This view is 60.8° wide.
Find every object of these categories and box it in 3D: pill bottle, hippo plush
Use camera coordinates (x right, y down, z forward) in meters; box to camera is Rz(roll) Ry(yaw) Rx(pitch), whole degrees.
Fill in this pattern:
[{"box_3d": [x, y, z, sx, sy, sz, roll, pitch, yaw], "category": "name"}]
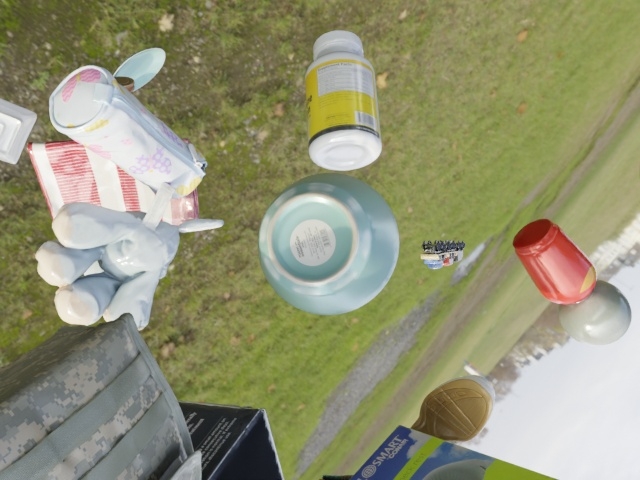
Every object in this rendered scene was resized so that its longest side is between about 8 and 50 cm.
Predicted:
[{"box_3d": [0.030, -0.202, 0.783, 0.103, 0.103, 0.184, 63, 23, -69], "category": "pill bottle"}, {"box_3d": [-0.382, 0.001, 1.014, 0.234, 0.236, 0.294, 37, 87, -28], "category": "hippo plush"}]

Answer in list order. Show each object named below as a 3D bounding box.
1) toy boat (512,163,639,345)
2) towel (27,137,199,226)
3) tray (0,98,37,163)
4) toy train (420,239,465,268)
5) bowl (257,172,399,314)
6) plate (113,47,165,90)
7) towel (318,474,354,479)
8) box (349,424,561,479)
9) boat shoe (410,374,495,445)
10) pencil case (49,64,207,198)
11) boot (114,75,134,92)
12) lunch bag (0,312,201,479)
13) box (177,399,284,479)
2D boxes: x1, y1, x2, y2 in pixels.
[{"box_3d": [0.342, -0.024, 0.488, 0.318, 0.148, 0.267, -36, -162, 25], "category": "toy boat"}, {"box_3d": [-0.439, -0.113, 1.198, 0.329, 0.037, 0.237, -2, 129, -6], "category": "towel"}, {"box_3d": [-0.808, -0.279, 1.234, 0.270, 0.030, 0.145, 22, 106, -37], "category": "tray"}, {"box_3d": [0.168, 0.018, 0.740, 0.158, 0.027, 0.036, -1, 93, -62], "category": "toy train"}, {"box_3d": [0.000, 0.000, 1.108, 0.311, 0.311, 0.163, -53, 169, 3], "category": "bowl"}, {"box_3d": [-0.517, -0.479, 1.526, 0.188, 0.024, 0.188, -40, 180, 0], "category": "plate"}, {"box_3d": [0.180, 0.506, 0.851, 0.040, 0.370, 0.271, -42, -175, -39], "category": "towel"}, {"box_3d": [0.082, 0.204, 0.413, 0.109, 0.042, 0.178, -36, -162, -31], "category": "box"}, {"box_3d": [0.233, 0.306, 0.963, 0.096, 0.098, 0.277, -26, 153, -37], "category": "boat shoe"}, {"box_3d": [-0.300, -0.164, 0.887, 0.113, 0.124, 0.273, -68, 154, -11], "category": "pencil case"}, {"box_3d": [-0.496, -0.295, 1.284, 0.073, 0.197, 0.152, -78, 154, -52], "category": "boot"}, {"box_3d": [-0.252, 0.262, 0.563, 0.169, 0.287, 0.235, -13, -164, 31], "category": "lunch bag"}, {"box_3d": [-0.317, 0.578, 1.050, 0.297, 0.472, 0.480, -44, 126, -56], "category": "box"}]
